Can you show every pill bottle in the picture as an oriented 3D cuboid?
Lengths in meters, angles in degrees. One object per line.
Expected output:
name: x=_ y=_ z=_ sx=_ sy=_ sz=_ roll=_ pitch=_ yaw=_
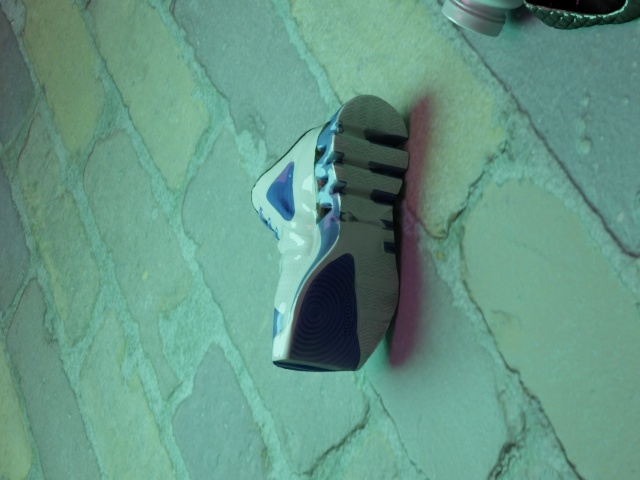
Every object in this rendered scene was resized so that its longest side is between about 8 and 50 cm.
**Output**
pill bottle: x=0.185 y=-0.293 z=1.537 sx=0.087 sy=0.087 sz=0.160 roll=51 pitch=125 yaw=50

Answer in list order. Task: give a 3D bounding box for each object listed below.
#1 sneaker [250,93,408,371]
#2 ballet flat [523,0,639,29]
sneaker: x=0.000 y=-0.001 z=1.733 sx=0.182 sy=0.127 sz=0.315 roll=-9 pitch=68 yaw=60
ballet flat: x=0.263 y=-0.233 z=1.435 sx=0.173 sy=0.049 sz=0.057 roll=-10 pitch=74 yaw=56
